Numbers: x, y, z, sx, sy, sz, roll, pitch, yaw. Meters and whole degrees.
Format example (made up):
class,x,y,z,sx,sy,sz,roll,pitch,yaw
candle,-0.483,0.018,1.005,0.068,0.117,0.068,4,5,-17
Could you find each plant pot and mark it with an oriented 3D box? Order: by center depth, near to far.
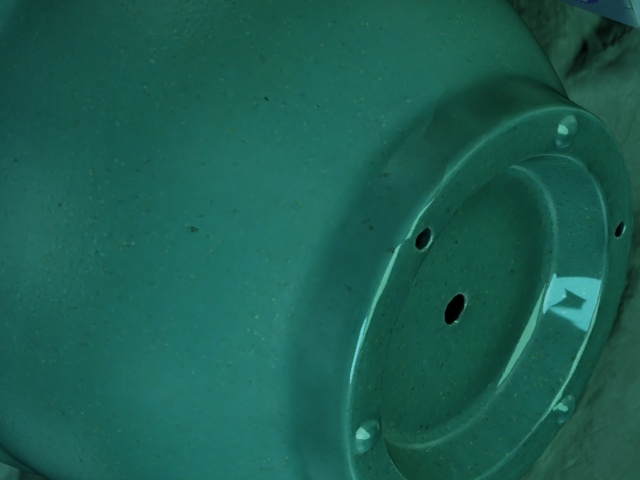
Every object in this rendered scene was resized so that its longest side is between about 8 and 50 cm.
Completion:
class,x,y,z,sx,sy,sz,roll,pitch,yaw
plant pot,0.000,0.000,0.680,0.293,0.196,0.293,-29,131,-39

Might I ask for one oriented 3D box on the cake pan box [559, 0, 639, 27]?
class,x,y,z,sx,sy,sz,roll,pitch,yaw
cake pan box,0.177,-0.276,0.843,0.245,0.070,0.267,-51,141,-14
